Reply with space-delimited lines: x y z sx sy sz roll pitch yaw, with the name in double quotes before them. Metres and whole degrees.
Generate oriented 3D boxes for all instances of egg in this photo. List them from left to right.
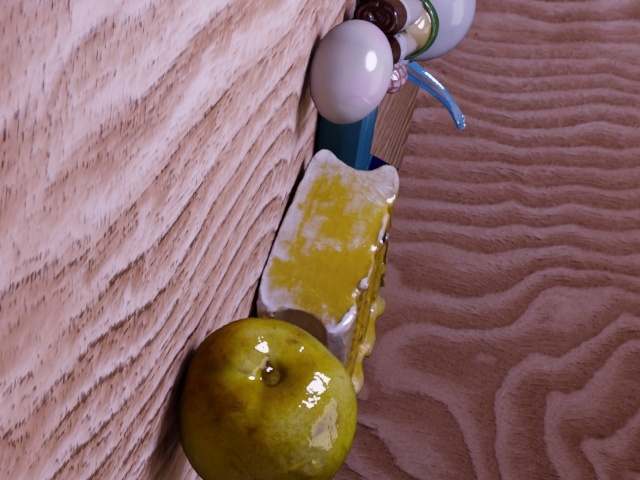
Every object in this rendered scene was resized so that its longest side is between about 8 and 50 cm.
"egg" 0.038 -0.212 1.592 0.103 0.103 0.135 49 58 -83

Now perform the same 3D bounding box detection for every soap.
"soap" 0.010 0.085 1.793 0.335 0.156 0.293 95 16 -57

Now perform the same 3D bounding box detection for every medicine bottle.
"medicine bottle" 0.056 -0.152 1.819 0.258 0.124 0.079 94 13 -49

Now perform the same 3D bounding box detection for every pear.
"pear" -0.057 0.176 1.294 0.200 0.200 0.200 14 90 -84

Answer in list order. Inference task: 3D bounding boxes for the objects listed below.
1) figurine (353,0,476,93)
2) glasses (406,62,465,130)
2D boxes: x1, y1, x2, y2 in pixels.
"figurine" 0.138 -0.352 1.935 0.370 0.167 0.281 -44 145 -62
"glasses" 0.177 -0.284 2.367 0.088 0.221 0.189 -37 176 3
